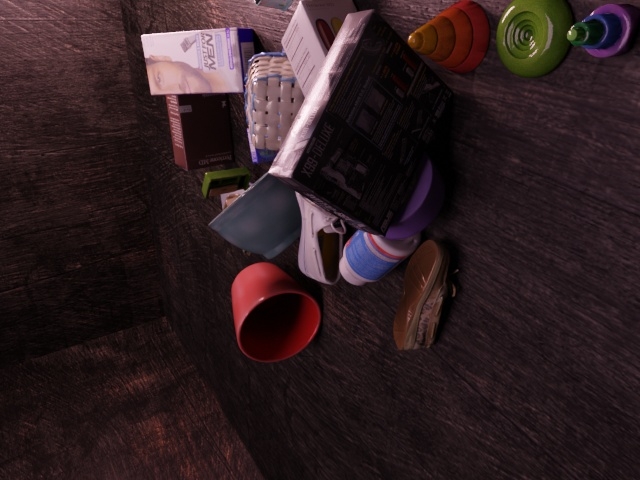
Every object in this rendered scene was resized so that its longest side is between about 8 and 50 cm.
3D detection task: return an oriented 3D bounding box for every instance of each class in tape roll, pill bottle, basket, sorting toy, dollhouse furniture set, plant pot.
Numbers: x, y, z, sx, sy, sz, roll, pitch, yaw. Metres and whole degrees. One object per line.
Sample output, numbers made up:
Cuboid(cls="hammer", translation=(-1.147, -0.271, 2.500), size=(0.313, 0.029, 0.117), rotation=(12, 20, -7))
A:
Cuboid(cls="tape roll", translation=(0.146, -0.102, 1.023), size=(0.189, 0.080, 0.189), rotation=(-12, 66, 29))
Cuboid(cls="pill bottle", translation=(0.126, 0.022, 1.178), size=(0.124, 0.124, 0.221), rotation=(64, 148, 17))
Cuboid(cls="basket", translation=(-0.095, -0.363, 1.318), size=(0.289, 0.201, 0.255), rotation=(-97, 11, -51))
Cuboid(cls="sorting toy", translation=(0.267, -0.308, 0.774), size=(0.365, 0.126, 0.127), rotation=(28, 127, 53))
Cuboid(cls="dollhouse furniture set", translation=(-0.314, -0.079, 1.766), size=(0.197, 0.151, 0.301), rotation=(61, 148, 21))
Cuboid(cls="plant pot", translation=(-0.151, -0.071, 1.492), size=(0.196, 0.293, 0.293), rotation=(49, 153, -11))
Cuboid(cls="plant pot", translation=(-0.167, 0.212, 1.659), size=(0.243, 0.275, 0.275), rotation=(-130, 36, -52))

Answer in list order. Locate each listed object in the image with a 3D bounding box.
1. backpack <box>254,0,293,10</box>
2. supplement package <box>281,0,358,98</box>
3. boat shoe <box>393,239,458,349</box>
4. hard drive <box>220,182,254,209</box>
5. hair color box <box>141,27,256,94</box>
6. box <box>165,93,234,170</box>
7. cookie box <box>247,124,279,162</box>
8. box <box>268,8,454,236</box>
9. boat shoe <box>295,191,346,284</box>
Cuboid(cls="backpack", translation=(-0.092, -0.638, 1.190), size=(0.166, 0.144, 0.188), rotation=(-26, 59, 59))
Cuboid(cls="supplement package", translation=(0.033, -0.383, 1.120), size=(0.134, 0.139, 0.244), rotation=(-41, 69, 60))
Cuboid(cls="boat shoe", translation=(0.231, 0.121, 1.106), size=(0.104, 0.089, 0.285), rotation=(-101, 18, -52))
Cuboid(cls="hard drive", translation=(-0.287, -0.122, 1.897), size=(0.318, 0.040, 0.210), rotation=(25, 125, 53))
Cuboid(cls="hair color box", translation=(-0.373, -0.552, 1.586), size=(0.339, 0.110, 0.185), rotation=(4, 112, 21))
Cuboid(cls="box", translation=(-0.439, -0.460, 1.838), size=(0.143, 0.191, 0.381), rotation=(31, 130, 50))
Cuboid(cls="cookie box", translation=(-0.169, -0.296, 1.558), size=(0.040, 0.092, 0.107), rotation=(10, 112, 54))
Cuboid(cls="box", translation=(0.081, -0.191, 0.892), size=(0.076, 0.242, 0.307), rotation=(22, 85, 52))
Cuboid(cls="boat shoe", translation=(0.021, -0.055, 1.294), size=(0.156, 0.136, 0.367), rotation=(25, 118, 49))
